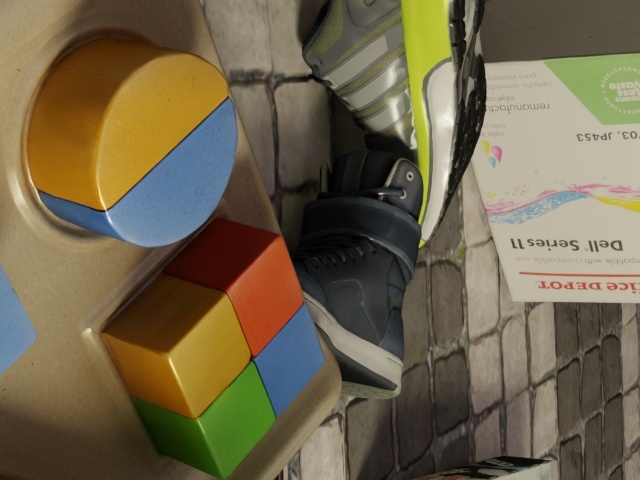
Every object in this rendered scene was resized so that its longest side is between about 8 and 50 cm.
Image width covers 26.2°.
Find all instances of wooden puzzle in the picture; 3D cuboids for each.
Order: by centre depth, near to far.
[{"bbox_3d":[-0.119,0.048,0.634,0.322,0.081,0.347,-47,131,-32],"label":"wooden puzzle"}]

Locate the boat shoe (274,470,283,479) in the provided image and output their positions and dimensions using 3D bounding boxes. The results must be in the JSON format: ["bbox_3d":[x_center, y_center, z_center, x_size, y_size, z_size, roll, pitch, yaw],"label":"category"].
[{"bbox_3d":[-0.059,0.098,0.832,0.077,0.070,0.219,-64,143,-38],"label":"boat shoe"}]

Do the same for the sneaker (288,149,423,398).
[{"bbox_3d":[-0.001,0.000,0.918,0.226,0.086,0.163,38,59,-57],"label":"sneaker"}]

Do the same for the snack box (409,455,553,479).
[{"bbox_3d":[0.123,0.295,1.186,0.322,0.060,0.187,6,85,-62],"label":"snack box"}]

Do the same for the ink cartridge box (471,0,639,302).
[{"bbox_3d":[0.266,-0.053,1.288,0.119,0.207,0.353,-62,141,-43],"label":"ink cartridge box"}]

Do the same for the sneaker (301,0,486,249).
[{"bbox_3d":[0.052,-0.121,0.997,0.111,0.121,0.299,-59,154,-46],"label":"sneaker"}]
